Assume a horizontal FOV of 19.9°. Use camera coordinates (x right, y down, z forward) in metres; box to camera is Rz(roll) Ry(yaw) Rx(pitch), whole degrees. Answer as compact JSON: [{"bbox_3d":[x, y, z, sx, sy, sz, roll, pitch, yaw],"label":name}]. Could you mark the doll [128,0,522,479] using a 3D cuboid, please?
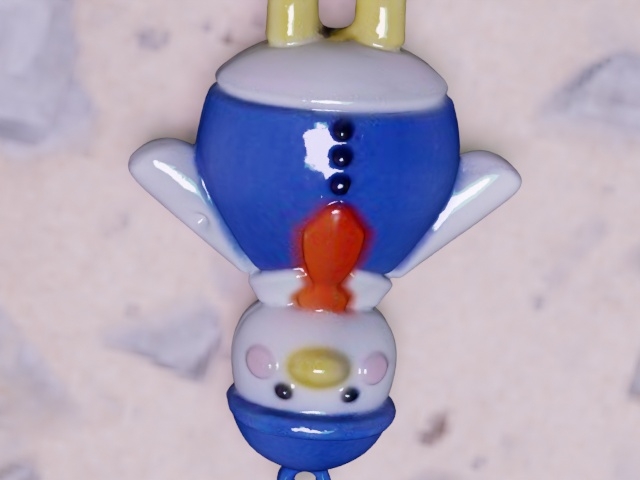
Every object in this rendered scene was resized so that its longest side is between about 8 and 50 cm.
[{"bbox_3d":[0.000,0.000,0.459,0.098,0.058,0.143,4,105,-7],"label":"doll"}]
